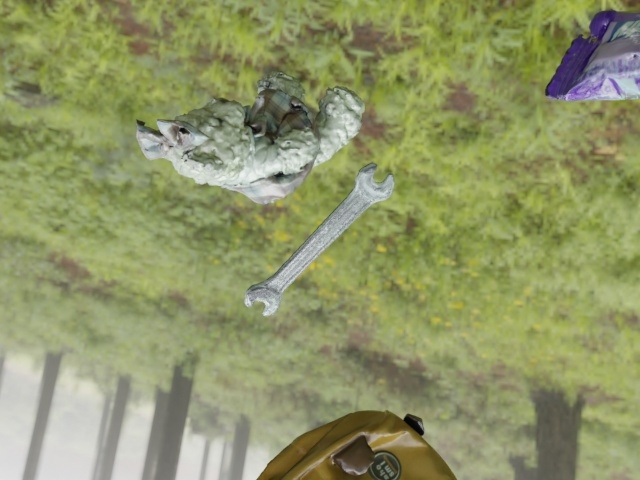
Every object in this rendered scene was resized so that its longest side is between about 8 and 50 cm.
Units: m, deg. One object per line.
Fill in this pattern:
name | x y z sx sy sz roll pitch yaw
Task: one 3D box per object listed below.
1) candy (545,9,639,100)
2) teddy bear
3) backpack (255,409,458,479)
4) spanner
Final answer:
candy | 0.391 -0.208 1.103 0.275 0.145 0.070 11 150 49
teddy bear | -0.068 -0.083 0.902 0.133 0.111 0.213 21 -148 41
backpack | 0.061 0.465 1.592 0.353 0.378 0.201 49 156 15
spanner | 0.000 0.000 1.512 0.071 0.302 0.017 43 -179 -31
